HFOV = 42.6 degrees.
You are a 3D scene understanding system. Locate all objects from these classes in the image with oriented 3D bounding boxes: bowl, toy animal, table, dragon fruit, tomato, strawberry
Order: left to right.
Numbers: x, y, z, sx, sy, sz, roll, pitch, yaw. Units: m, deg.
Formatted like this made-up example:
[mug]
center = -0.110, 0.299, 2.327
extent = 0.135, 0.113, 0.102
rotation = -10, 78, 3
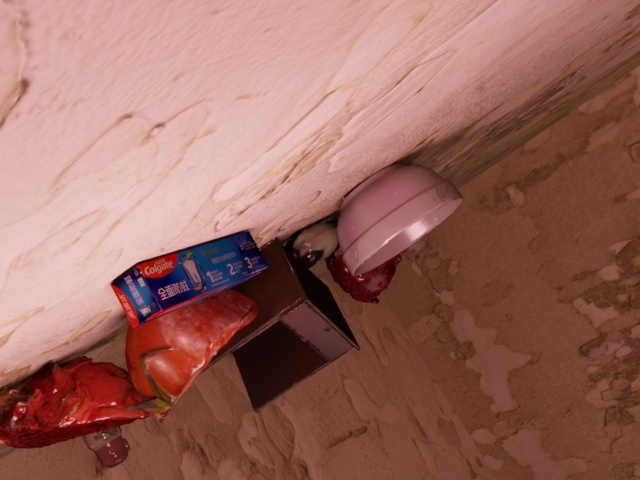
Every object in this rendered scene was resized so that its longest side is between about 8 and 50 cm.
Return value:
[dragon fruit]
center = -0.497, 0.291, 1.534
extent = 0.317, 0.152, 0.205
rotation = -18, 163, 24
[tomato]
center = -0.254, 0.167, 1.495
extent = 0.309, 0.170, 0.309
rotation = -48, -177, 4
[table]
center = -0.115, 0.193, 1.772
extent = 0.282, 0.196, 0.250
rotation = -35, 139, 7
[toy animal]
center = 0.000, 0.000, 1.911
extent = 0.225, 0.094, 0.121
rotation = -24, 163, -48
[strawberry]
center = 0.116, 0.032, 2.294
extent = 0.274, 0.220, 0.274
rotation = -156, -90, -81
[bowl]
center = 0.147, -0.061, 1.742
extent = 0.287, 0.143, 0.287
rotation = -34, 171, -7

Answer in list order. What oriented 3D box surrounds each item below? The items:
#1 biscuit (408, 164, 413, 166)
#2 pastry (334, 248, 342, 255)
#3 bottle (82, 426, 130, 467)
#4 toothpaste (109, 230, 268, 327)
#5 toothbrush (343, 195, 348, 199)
[biscuit]
center = 0.201, -0.128, 1.971
extent = 0.108, 0.061, 0.239
rotation = -32, 176, 10
[pastry]
center = 0.109, -0.026, 2.015
extent = 0.103, 0.112, 0.265
rotation = -7, 179, -42
[bottle]
center = -0.704, 0.603, 2.617
extent = 0.120, 0.253, 0.120
rotation = -32, 176, -3
[toothpaste]
center = -0.192, 0.053, 1.280
extent = 0.066, 0.076, 0.320
rotation = -31, 175, 26
[toothbrush]
center = 0.089, -0.107, 1.798
extent = 0.013, 0.011, 0.131
rotation = -8, -168, 39
